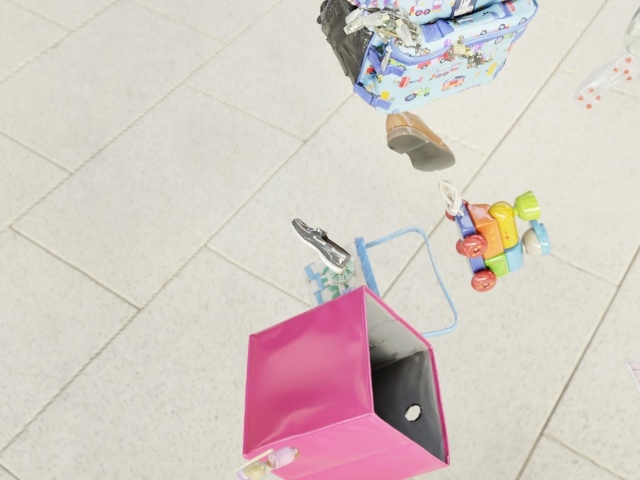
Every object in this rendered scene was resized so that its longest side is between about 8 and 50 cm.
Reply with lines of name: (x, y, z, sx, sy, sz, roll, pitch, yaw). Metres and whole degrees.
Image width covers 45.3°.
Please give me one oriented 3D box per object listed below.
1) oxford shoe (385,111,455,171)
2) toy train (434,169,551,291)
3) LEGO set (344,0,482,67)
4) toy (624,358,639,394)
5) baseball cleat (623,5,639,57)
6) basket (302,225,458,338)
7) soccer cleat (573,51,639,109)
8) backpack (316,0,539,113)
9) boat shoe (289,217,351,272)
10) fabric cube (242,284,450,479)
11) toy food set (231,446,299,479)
oxford shoe: (0.178, -0.176, 1.332, 0.076, 0.212, 0.076, -19, 66, 25)
toy train: (0.271, -0.040, 1.180, 0.143, 0.248, 0.105, -20, 44, 6)
LEGO set: (0.049, -0.114, 0.408, 0.083, 0.023, 0.054, 21, 11, 18)
toy: (0.489, 0.226, 0.944, 0.137, 0.056, 0.237, -5, 42, -3)
baseball cleat: (0.402, -0.271, 0.785, 0.072, 0.206, 0.109, 37, 57, -6)
basket: (0.124, 0.117, 1.646, 0.289, 0.201, 0.255, -16, 61, -5)
soccer cleat: (0.607, -0.346, 1.576, 0.068, 0.196, 0.076, 42, 37, -19)
backpack: (0.092, -0.198, 0.596, 0.158, 0.173, 0.117, -18, 73, -17)
boat shoe: (0.000, 0.000, 1.300, 0.125, 0.038, 0.046, 45, 20, 19)
fabric cube: (0.045, 0.281, 1.356, 0.258, 0.259, 0.254, -26, 44, 25)
toy food set: (-0.056, 0.271, 0.926, 0.078, 0.122, 0.019, -31, 70, 10)
